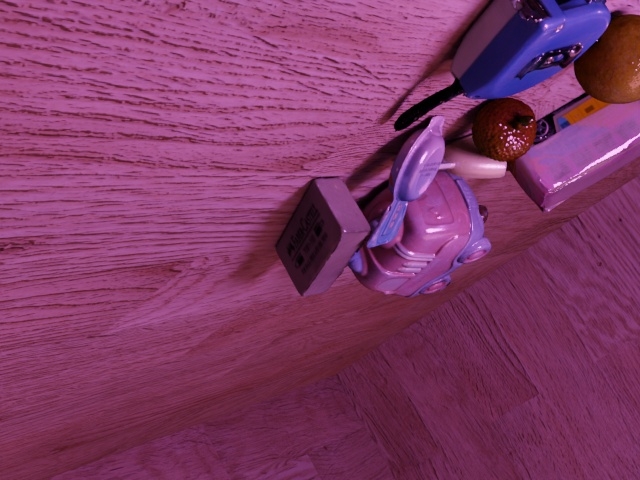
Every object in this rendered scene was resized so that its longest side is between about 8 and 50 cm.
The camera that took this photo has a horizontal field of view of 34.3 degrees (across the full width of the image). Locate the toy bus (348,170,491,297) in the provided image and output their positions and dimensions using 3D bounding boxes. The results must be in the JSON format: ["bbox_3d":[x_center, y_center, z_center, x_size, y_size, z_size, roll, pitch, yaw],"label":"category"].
[{"bbox_3d":[0.160,-0.012,1.983,0.231,0.197,0.294,-8,157,-37],"label":"toy bus"}]

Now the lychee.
[{"bbox_3d":[0.318,-0.193,1.794,0.114,0.114,0.146,-26,-174,-18],"label":"lychee"}]

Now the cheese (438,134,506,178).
[{"bbox_3d":[0.237,-0.145,1.863,0.235,0.127,0.050,-7,122,-29],"label":"cheese"}]

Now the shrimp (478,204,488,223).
[{"bbox_3d":[0.340,-0.030,2.576,0.190,0.075,0.073,-26,-156,32],"label":"shrimp"}]

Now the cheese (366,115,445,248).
[{"bbox_3d":[0.148,-0.099,1.741,0.135,0.052,0.245,-12,131,-61],"label":"cheese"}]

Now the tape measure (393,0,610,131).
[{"bbox_3d":[0.262,-0.252,1.481,0.215,0.098,0.351,-21,167,-32],"label":"tape measure"}]

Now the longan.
[{"bbox_3d":[0.493,-0.306,1.724,0.155,0.176,0.145,-58,-159,19],"label":"longan"}]

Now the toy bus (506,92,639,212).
[{"bbox_3d":[0.582,-0.218,2.178,0.386,0.162,0.171,-31,166,-1],"label":"toy bus"}]

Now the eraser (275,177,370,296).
[{"bbox_3d":[-0.001,0.000,1.805,0.077,0.111,0.352,-25,166,-23],"label":"eraser"}]
